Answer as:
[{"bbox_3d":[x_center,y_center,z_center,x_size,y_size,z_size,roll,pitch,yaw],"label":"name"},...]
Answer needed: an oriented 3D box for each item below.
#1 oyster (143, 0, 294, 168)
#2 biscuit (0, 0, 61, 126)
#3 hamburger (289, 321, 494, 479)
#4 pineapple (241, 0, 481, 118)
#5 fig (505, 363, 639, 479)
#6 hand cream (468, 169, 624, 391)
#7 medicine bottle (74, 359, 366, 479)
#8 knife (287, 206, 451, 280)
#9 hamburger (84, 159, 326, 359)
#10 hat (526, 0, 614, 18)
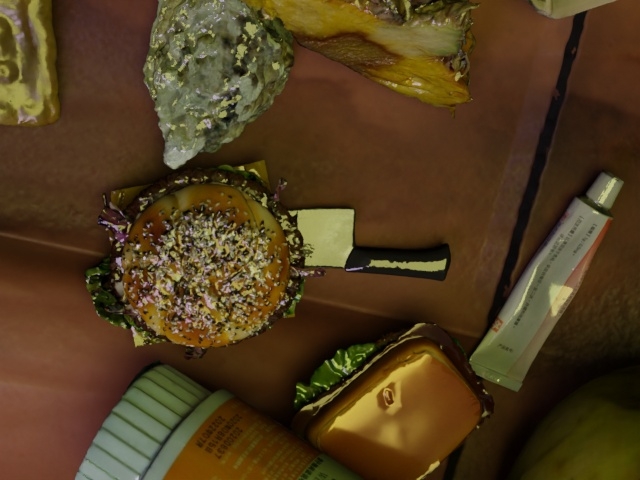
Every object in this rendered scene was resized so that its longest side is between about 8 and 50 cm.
[{"bbox_3d":[-0.081,-0.149,1.135,0.125,0.064,0.177,-5,103,-4],"label":"oyster"},{"bbox_3d":[-0.296,-0.168,1.104,0.183,0.039,0.174,-6,106,-9],"label":"biscuit"},{"bbox_3d":[0.057,0.143,1.219,0.166,0.087,0.137,-36,106,-1],"label":"hamburger"},{"bbox_3d":[0.061,-0.211,1.081,0.249,0.164,0.140,25,76,-22],"label":"pineapple"},{"bbox_3d":[0.267,0.236,1.215,0.271,0.239,0.239,-30,110,31],"label":"fig"},{"bbox_3d":[0.206,0.036,1.248,0.052,0.038,0.216,32,104,9],"label":"hand cream"},{"bbox_3d":[-0.036,0.239,1.135,0.318,0.158,0.158,31,98,13],"label":"medicine bottle"},{"bbox_3d":[0.000,0.000,1.208,0.230,0.028,0.060,3,102,-6],"label":"knife"},{"bbox_3d":[-0.100,0.021,1.150,0.189,0.093,0.164,-22,103,5],"label":"hamburger"},{"bbox_3d":[0.229,-0.308,1.142,0.219,0.164,0.226,-18,146,-2],"label":"hat"}]
